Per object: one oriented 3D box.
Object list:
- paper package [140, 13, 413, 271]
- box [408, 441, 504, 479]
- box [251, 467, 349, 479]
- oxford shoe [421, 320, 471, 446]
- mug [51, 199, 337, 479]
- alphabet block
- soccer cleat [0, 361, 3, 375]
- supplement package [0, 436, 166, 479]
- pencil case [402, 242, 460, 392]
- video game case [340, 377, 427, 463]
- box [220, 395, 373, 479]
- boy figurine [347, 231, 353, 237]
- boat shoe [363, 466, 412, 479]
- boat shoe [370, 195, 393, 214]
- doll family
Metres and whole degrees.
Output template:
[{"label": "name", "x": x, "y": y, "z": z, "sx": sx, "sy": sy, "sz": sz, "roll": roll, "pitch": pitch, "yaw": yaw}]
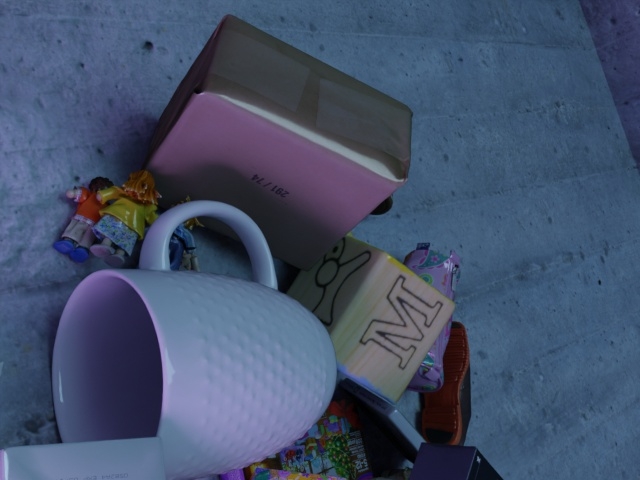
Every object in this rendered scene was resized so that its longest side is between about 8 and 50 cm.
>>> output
[{"label": "paper package", "x": -0.076, "y": -0.132, "z": 1.479, "sx": 0.325, "sy": 0.309, "sz": 0.168, "roll": 25, "pitch": 52, "yaw": -17}, {"label": "box", "x": 0.183, "y": 0.447, "z": 1.377, "sx": 0.184, "sy": 0.103, "sz": 0.261, "roll": 52, "pitch": 50, "yaw": -37}, {"label": "box", "x": 0.001, "y": 0.517, "z": 1.368, "sx": 0.279, "sy": 0.177, "sz": 0.290, "roll": 46, "pitch": 54, "yaw": -36}, {"label": "oxford shoe", "x": 0.249, "y": 0.290, "z": 1.896, "sx": 0.098, "sy": 0.097, "sz": 0.271, "roll": 51, "pitch": 43, "yaw": -50}, {"label": "mug", "x": -0.151, "y": 0.131, "z": 1.320, "sx": 0.328, "sy": 0.276, "sz": 0.374, "roll": 4, "pitch": 82, "yaw": -43}, {"label": "alphabet block", "x": 0.068, "y": 0.122, "z": 1.615, "sx": 0.193, "sy": 0.192, "sz": 0.197, "roll": 36, "pitch": 85, "yaw": -35}, {"label": "soccer cleat", "x": -0.434, "y": 0.146, "z": 1.223, "sx": 0.083, "sy": 0.029, "sz": 0.035, "roll": 45, "pitch": 36, "yaw": -30}, {"label": "supplement package", "x": -0.323, "y": 0.338, "z": 1.075, "sx": 0.199, "sy": 0.263, "sz": 0.198, "roll": 8, "pitch": 68, "yaw": -46}, {"label": "pencil case", "x": 0.198, "y": 0.147, "z": 1.862, "sx": 0.124, "sy": 0.124, "sz": 0.284, "roll": 40, "pitch": 48, "yaw": -30}, {"label": "video game case", "x": 0.140, "y": 0.335, "z": 1.673, "sx": 0.023, "sy": 0.193, "sz": 0.212, "roll": -45, "pitch": 112, "yaw": -11}, {"label": "box", "x": -0.033, "y": 0.369, "z": 1.549, "sx": 0.293, "sy": 0.057, "sz": 0.200, "roll": -2, "pitch": 76, "yaw": -49}, {"label": "boy figurine", "x": 0.000, "y": 0.000, "z": 1.727, "sx": 0.285, "sy": 0.092, "sz": 0.177, "roll": 45, "pitch": 45, "yaw": -25}, {"label": "boat shoe", "x": 0.148, "y": 0.430, "z": 1.623, "sx": 0.302, "sy": 0.098, "sz": 0.109, "roll": 38, "pitch": 40, "yaw": -69}, {"label": "boat shoe", "x": 0.053, "y": -0.159, "z": 1.857, "sx": 0.257, "sy": 0.095, "sz": 0.095, "roll": 44, "pitch": 39, "yaw": -26}, {"label": "doll family", "x": -0.247, "y": -0.007, "z": 1.426, "sx": 0.263, "sy": 0.118, "sz": 0.163, "roll": 43, "pitch": 48, "yaw": -30}]
